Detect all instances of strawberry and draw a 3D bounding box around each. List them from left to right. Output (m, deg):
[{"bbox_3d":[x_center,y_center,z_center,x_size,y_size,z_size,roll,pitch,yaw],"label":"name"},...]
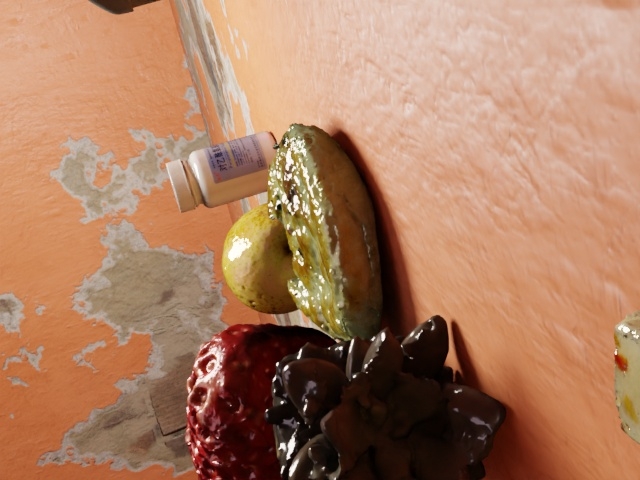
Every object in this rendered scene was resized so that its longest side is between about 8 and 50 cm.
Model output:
[{"bbox_3d":[-0.090,0.258,1.090,0.345,0.295,0.317,45,-124,-51],"label":"strawberry"}]

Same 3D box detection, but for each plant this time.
[{"bbox_3d":[0.043,0.185,0.703,0.321,0.181,0.194,118,142,-76],"label":"plant"}]

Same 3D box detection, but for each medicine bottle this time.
[{"bbox_3d":[-0.162,-0.116,1.270,0.103,0.186,0.103,163,90,-80],"label":"medicine bottle"}]

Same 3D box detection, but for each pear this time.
[{"bbox_3d":[-0.063,0.024,1.107,0.178,0.178,0.178,162,90,-80],"label":"pear"}]

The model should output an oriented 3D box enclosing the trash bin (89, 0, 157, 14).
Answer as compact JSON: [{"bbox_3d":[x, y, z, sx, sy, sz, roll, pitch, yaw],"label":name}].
[{"bbox_3d":[-0.184,-0.358,0.847,0.177,0.236,0.101,98,153,-68],"label":"trash bin"}]

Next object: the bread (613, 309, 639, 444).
[{"bbox_3d":[0.173,0.083,0.292,0.153,0.028,0.068,-135,31,-65],"label":"bread"}]

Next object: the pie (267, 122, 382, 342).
[{"bbox_3d":[0.002,0.000,0.888,0.302,0.067,0.302,165,90,-76],"label":"pie"}]
